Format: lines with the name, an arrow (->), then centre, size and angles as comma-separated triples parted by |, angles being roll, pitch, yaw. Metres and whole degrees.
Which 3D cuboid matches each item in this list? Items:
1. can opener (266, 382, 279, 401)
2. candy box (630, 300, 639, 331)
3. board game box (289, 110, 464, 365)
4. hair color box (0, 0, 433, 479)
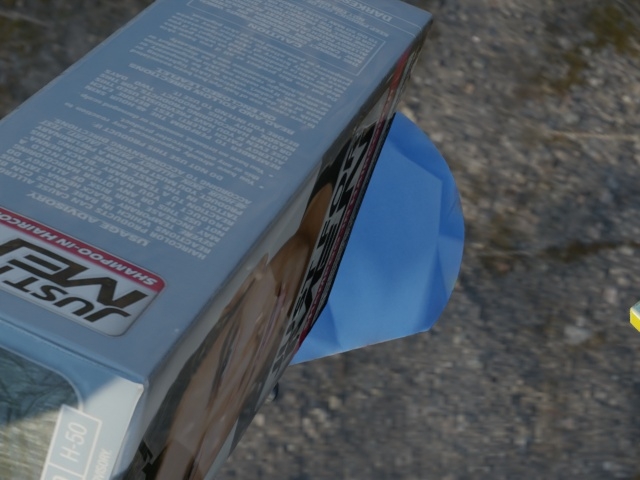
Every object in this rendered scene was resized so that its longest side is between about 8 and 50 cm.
can opener -> -0.095, 0.079, 1.348 | 0.186, 0.059, 0.073 | 33, 131, 39
candy box -> 0.308, 0.086, 1.069 | 0.105, 0.027, 0.206 | -37, 61, -10
board game box -> 0.000, 0.000, 0.956 | 0.169, 0.033, 0.133 | -15, 84, 7
hair color box -> -0.073, 0.019, 0.703 | 0.114, 0.374, 0.185 | 24, 120, 7
